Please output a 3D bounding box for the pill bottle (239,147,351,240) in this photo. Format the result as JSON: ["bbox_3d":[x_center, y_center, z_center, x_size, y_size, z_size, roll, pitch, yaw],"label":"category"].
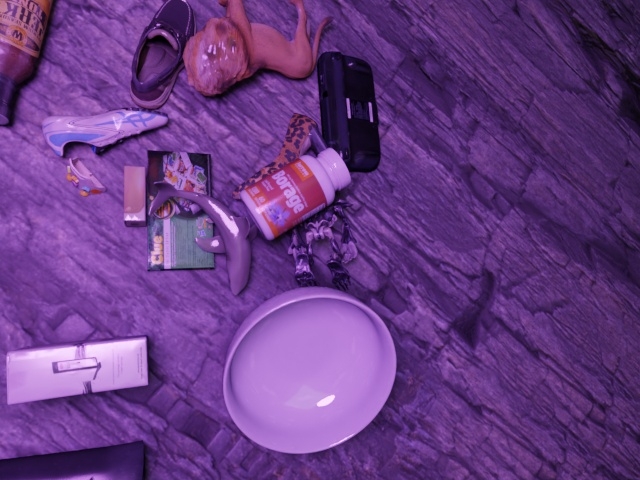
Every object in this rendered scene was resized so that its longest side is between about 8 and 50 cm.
[{"bbox_3d":[-0.049,-0.103,0.910,0.216,0.121,0.121,-33,92,-9],"label":"pill bottle"}]

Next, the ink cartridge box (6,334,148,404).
[{"bbox_3d":[-0.412,0.219,0.763,0.204,0.148,0.085,-2,82,-21],"label":"ink cartridge box"}]

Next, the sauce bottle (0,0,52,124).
[{"bbox_3d":[-0.604,-0.394,0.842,0.112,0.111,0.343,8,77,-20],"label":"sauce bottle"}]

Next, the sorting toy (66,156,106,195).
[{"bbox_3d":[-0.472,-0.129,0.853,0.045,0.075,0.083,-43,95,-23],"label":"sorting toy"}]

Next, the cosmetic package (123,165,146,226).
[{"bbox_3d":[-0.381,-0.089,0.889,0.041,0.060,0.114,0,77,-21],"label":"cosmetic package"}]

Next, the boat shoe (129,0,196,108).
[{"bbox_3d":[-0.344,-0.430,0.957,0.103,0.092,0.284,21,72,-16],"label":"boat shoe"}]

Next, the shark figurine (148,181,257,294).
[{"bbox_3d":[-0.204,-0.042,0.893,0.278,0.116,0.166,50,54,-19],"label":"shark figurine"}]

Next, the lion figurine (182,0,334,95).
[{"bbox_3d":[-0.127,-0.455,1.025,0.393,0.142,0.239,-6,88,-26],"label":"lion figurine"}]

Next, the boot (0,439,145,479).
[{"bbox_3d":[-0.514,0.364,0.692,0.446,0.146,0.366,7,84,-17],"label":"boot"}]

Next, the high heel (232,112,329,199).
[{"bbox_3d":[-0.109,-0.198,1.021,0.262,0.093,0.186,-23,69,-14],"label":"high heel"}]

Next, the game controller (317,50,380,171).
[{"bbox_3d":[0.076,-0.335,1.124,0.167,0.067,0.318,3,79,-36],"label":"game controller"}]

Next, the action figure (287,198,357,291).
[{"bbox_3d":[0.000,0.000,0.976,0.164,0.140,0.275,-4,38,4],"label":"action figure"}]

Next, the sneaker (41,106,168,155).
[{"bbox_3d":[-0.434,-0.227,0.895,0.238,0.085,0.086,-18,112,-27],"label":"sneaker"}]

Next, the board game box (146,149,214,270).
[{"bbox_3d":[-0.302,-0.065,0.932,0.136,0.030,0.259,1,78,-23],"label":"board game box"}]

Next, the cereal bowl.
[{"bbox_3d":[-0.027,0.245,0.883,0.340,0.141,0.338,-3,103,-12],"label":"cereal bowl"}]
